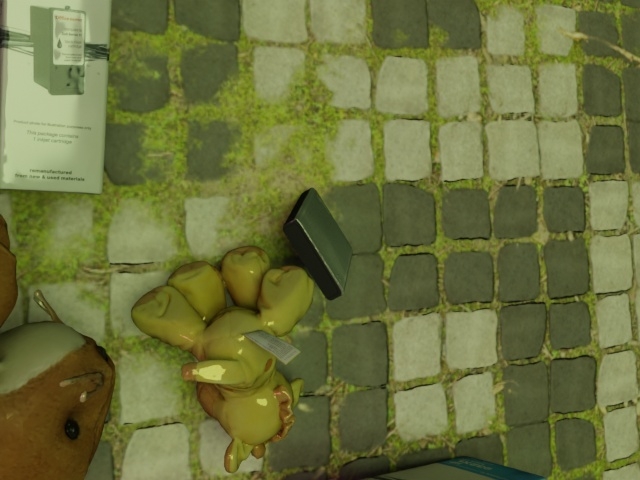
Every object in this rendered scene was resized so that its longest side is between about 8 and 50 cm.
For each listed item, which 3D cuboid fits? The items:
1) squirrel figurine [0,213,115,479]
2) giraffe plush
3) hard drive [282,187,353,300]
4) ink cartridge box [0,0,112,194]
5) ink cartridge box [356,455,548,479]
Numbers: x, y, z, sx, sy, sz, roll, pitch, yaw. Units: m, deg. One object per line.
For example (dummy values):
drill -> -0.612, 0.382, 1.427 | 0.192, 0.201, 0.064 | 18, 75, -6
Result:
squirrel figurine -> -0.364, 0.144, 0.525 | 0.397, 0.281, 0.370 | -52, 134, -12
giraffe plush -> -0.078, 0.132, 0.727 | 0.181, 0.210, 0.170 | -20, 126, -21
hard drive -> 0.000, 0.000, 0.772 | 0.022, 0.135, 0.094 | -29, 102, 15
ink cartridge box -> -0.248, -0.154, 0.629 | 0.087, 0.153, 0.208 | 2, 99, -29
ink cartridge box -> 0.112, 0.378, 0.762 | 0.307, 0.129, 0.223 | 6, 88, -43
